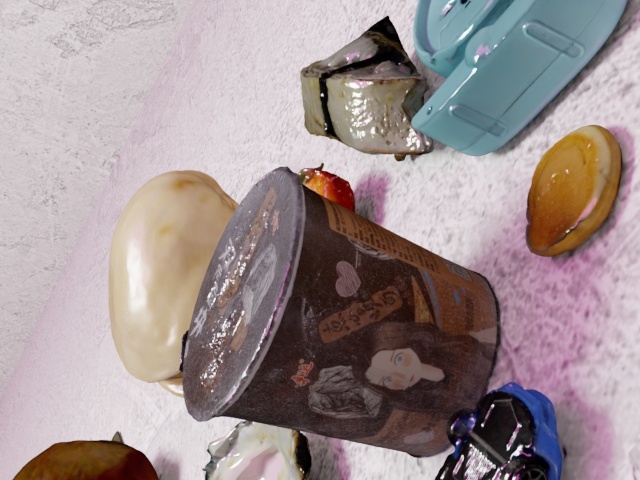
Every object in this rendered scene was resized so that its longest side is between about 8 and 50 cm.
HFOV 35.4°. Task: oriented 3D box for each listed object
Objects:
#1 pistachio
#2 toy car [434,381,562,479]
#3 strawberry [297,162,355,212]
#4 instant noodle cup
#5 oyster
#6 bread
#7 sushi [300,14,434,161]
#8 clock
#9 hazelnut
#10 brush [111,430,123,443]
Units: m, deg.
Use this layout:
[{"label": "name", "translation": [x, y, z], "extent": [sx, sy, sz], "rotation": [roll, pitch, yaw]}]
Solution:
[{"label": "pistachio", "translation": [-0.184, 0.049, 1.373], "extent": [0.237, 0.229, 0.321], "rotation": [-19, 59, 31]}, {"label": "toy car", "translation": [0.106, 0.203, 0.696], "extent": [0.216, 0.063, 0.103], "rotation": [-61, 21, 3]}, {"label": "strawberry", "translation": [0.000, 0.000, 1.145], "extent": [0.147, 0.082, 0.187], "rotation": [123, 151, -43]}, {"label": "instant noodle cup", "translation": [0.018, 0.073, 0.840], "extent": [0.217, 0.207, 0.218], "rotation": [-51, 27, 40]}, {"label": "oyster", "translation": [-0.074, 0.286, 1.045], "extent": [0.259, 0.092, 0.198], "rotation": [-32, 40, 44]}, {"label": "bread", "translation": [0.191, -0.038, 0.772], "extent": [0.110, 0.024, 0.110], "rotation": [-51, 28, 39]}, {"label": "sushi", "translation": [0.040, -0.144, 1.079], "extent": [0.273, 0.109, 0.134], "rotation": [-105, 16, -60]}, {"label": "clock", "translation": [0.167, -0.230, 0.923], "extent": [0.223, 0.094, 0.274], "rotation": [-49, 29, 40]}, {"label": "hazelnut", "translation": [-0.338, 0.392, 1.455], "extent": [0.251, 0.217, 0.217], "rotation": [-16, 52, 36]}, {"label": "brush", "translation": [-0.357, 0.376, 1.748], "extent": [0.034, 0.027, 0.190], "rotation": [-66, 19, 2]}]
